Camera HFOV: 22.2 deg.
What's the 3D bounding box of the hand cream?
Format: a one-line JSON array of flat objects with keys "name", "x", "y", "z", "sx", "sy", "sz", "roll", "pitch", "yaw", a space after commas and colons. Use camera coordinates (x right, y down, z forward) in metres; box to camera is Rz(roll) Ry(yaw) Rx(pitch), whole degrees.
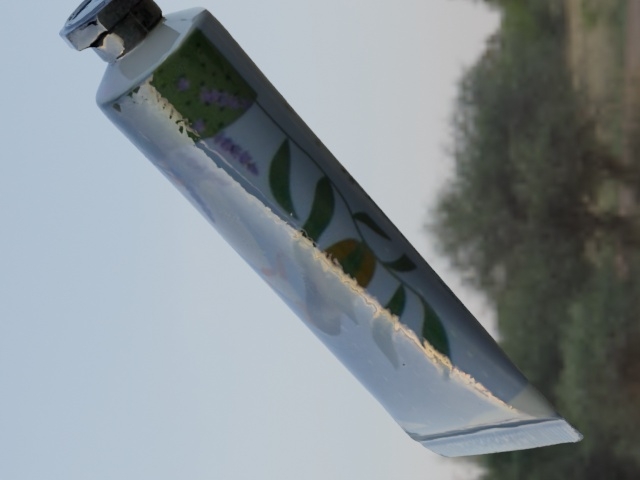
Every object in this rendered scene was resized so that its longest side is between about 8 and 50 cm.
[{"name": "hand cream", "x": 0.000, "y": 0.000, "z": 0.675, "sx": 0.271, "sy": 0.091, "sz": 0.058, "roll": 48, "pitch": -129, "yaw": -20}]
